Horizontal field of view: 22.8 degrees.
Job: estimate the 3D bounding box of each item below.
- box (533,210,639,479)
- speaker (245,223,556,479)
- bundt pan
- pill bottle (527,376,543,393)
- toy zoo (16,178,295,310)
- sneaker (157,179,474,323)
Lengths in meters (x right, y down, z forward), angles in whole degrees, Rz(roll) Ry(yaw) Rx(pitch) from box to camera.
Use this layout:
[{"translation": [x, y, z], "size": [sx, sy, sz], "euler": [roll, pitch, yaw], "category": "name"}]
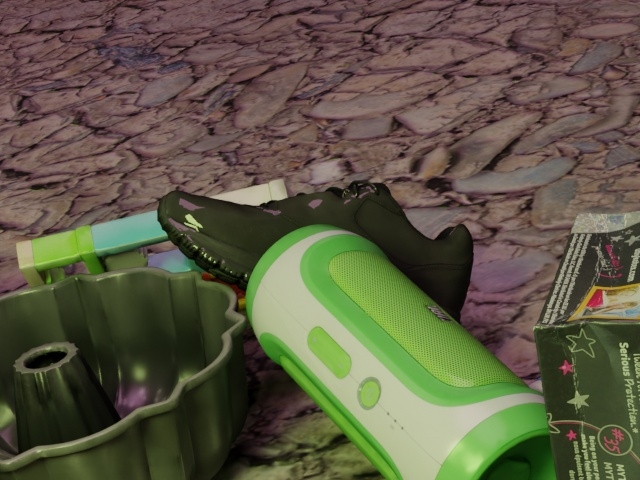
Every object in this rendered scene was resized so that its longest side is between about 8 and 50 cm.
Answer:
[{"translation": [0.226, 0.119, 0.949], "size": [0.142, 0.247, 0.163], "euler": [-3, 24, 20], "category": "box"}, {"translation": [0.061, 0.103, 1.173], "size": [0.131, 0.131, 0.296], "euler": [-23, 39, -22], "category": "speaker"}, {"translation": [-0.209, 0.148, 1.293], "size": [0.330, 0.124, 0.331], "euler": [-11, 22, 4], "category": "bundt pan"}, {"translation": [0.220, 0.114, 1.188], "size": [0.137, 0.078, 0.078], "euler": [-26, 25, -30], "category": "pill bottle"}, {"translation": [-0.118, 0.022, 1.490], "size": [0.293, 0.192, 0.030], "euler": [-13, 63, -1], "category": "toy zoo"}, {"translation": [0.000, 0.000, 1.368], "size": [0.286, 0.130, 0.109], "euler": [19, -5, -13], "category": "sneaker"}]
